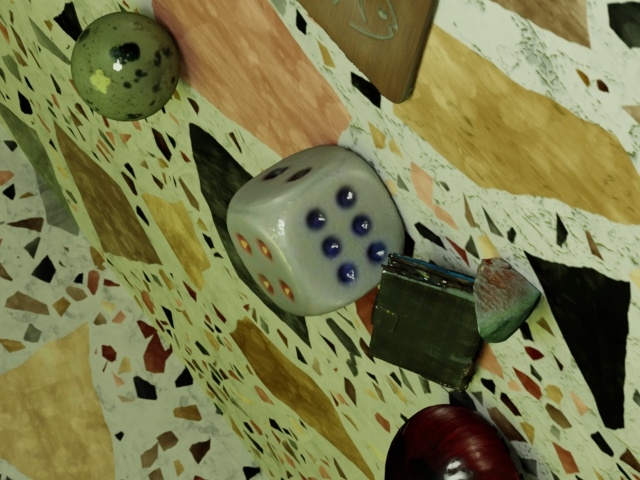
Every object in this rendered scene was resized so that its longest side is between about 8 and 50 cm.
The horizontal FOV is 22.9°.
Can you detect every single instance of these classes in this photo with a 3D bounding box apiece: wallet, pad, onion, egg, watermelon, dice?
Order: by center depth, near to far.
[{"bbox_3d":[0.031,-0.327,1.928,0.284,0.018,0.286,50,160,16],"label":"pad"},{"bbox_3d":[0.232,0.079,2.016,0.094,0.081,0.180,37,-162,-6],"label":"watermelon"},{"bbox_3d":[0.155,0.119,2.246,0.169,0.044,0.317,21,155,8],"label":"wallet"},{"bbox_3d":[-0.008,-0.015,2.263,0.193,0.194,0.192,63,160,-17],"label":"dice"},{"bbox_3d":[0.174,0.389,2.392,0.273,0.285,0.273,169,90,-67],"label":"onion"},{"bbox_3d":[-0.317,-0.280,2.577,0.177,0.177,0.228,53,173,5],"label":"egg"}]
